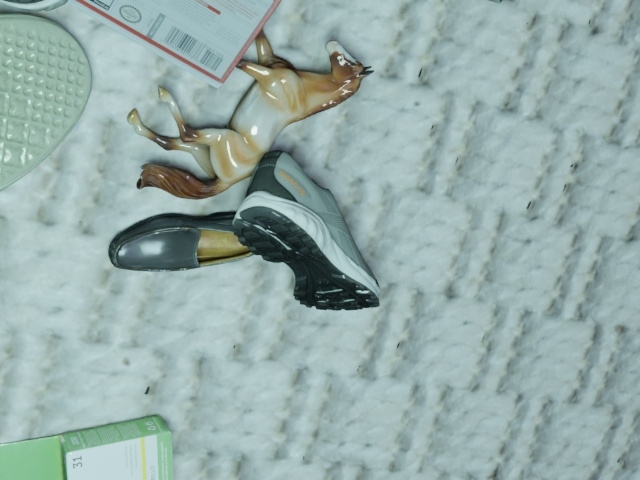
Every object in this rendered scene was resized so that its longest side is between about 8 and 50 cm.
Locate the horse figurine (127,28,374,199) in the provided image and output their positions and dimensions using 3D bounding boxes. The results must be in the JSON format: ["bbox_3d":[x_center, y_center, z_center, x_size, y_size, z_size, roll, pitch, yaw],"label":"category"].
[{"bbox_3d":[-0.089,-0.139,1.079,0.174,0.066,0.263,39,86,-23],"label":"horse figurine"}]

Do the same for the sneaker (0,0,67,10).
[{"bbox_3d":[-0.333,-0.357,0.845,0.145,0.147,0.384,-29,94,-10],"label":"sneaker"}]

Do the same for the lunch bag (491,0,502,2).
[{"bbox_3d":[0.158,-0.367,0.832,0.256,0.213,0.305,-8,119,-65],"label":"lunch bag"}]

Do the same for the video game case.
[{"bbox_3d":[-0.107,-0.298,0.926,0.204,0.025,0.285,28,122,-20],"label":"video game case"}]

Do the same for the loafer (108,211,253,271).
[{"bbox_3d":[-0.146,0.004,1.099,0.170,0.061,0.062,-13,112,-19],"label":"loafer"}]

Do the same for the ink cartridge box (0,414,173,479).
[{"bbox_3d":[-0.286,0.302,1.138,0.235,0.056,0.171,-7,110,-24],"label":"ink cartridge box"}]

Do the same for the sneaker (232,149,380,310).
[{"bbox_3d":[0.000,0.000,1.123,0.271,0.100,0.108,52,40,-50],"label":"sneaker"}]

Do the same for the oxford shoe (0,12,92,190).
[{"bbox_3d":[-0.415,-0.073,0.928,0.449,0.130,0.169,-40,113,-24],"label":"oxford shoe"}]
